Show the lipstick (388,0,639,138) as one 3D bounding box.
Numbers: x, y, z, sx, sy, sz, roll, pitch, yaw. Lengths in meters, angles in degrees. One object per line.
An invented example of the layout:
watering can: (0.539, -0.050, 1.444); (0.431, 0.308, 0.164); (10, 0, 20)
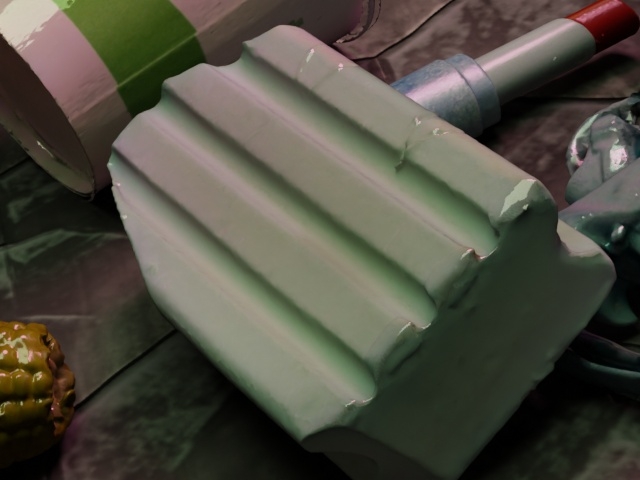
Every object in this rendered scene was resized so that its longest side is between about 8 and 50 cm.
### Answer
lipstick: (0.117, -0.114, 1.453); (0.274, 0.061, 0.068); (-27, 36, -14)

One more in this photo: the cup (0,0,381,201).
cup: (-0.134, -0.187, 1.508); (0.274, 0.253, 0.253); (-40, 42, -19)

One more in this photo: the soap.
soap: (0.000, 0.000, 1.254); (0.208, 0.115, 0.347); (-50, 42, -2)

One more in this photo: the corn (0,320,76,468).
corn: (-0.337, 0.134, 1.258); (0.363, 0.120, 0.120); (-16, 36, -6)

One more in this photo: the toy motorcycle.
toy motorcycle: (0.241, 0.004, 1.198); (0.260, 0.154, 0.206); (10, 66, 41)
